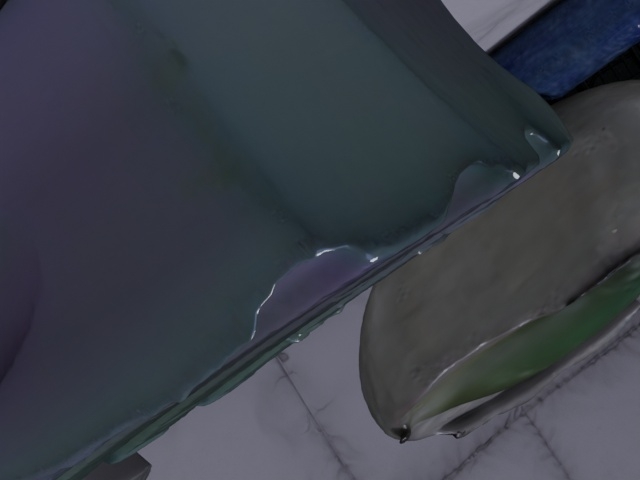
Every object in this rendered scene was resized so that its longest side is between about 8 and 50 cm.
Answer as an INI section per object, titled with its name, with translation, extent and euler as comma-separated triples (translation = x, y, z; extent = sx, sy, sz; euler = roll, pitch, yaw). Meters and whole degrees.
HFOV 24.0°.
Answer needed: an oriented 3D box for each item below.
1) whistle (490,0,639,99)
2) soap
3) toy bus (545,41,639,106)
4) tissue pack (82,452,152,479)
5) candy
[whistle]
translation = 0.186, -0.149, 1.102
extent = 0.062, 0.062, 0.304
euler = -29, 175, -47
[soap]
translation = -0.062, 0.003, 0.539
extent = 0.208, 0.115, 0.347
euler = -31, 176, -34
[toy bus]
translation = 0.287, -0.173, 1.452
extent = 0.194, 0.087, 0.089
euler = -32, -179, -6
[tissue pack]
translation = -0.249, 0.218, 1.006
extent = 0.246, 0.136, 0.159
euler = -55, 170, 15
[candy]
translation = 0.213, 0.004, 1.351
extent = 0.427, 0.186, 0.386
euler = -9, 145, -52
